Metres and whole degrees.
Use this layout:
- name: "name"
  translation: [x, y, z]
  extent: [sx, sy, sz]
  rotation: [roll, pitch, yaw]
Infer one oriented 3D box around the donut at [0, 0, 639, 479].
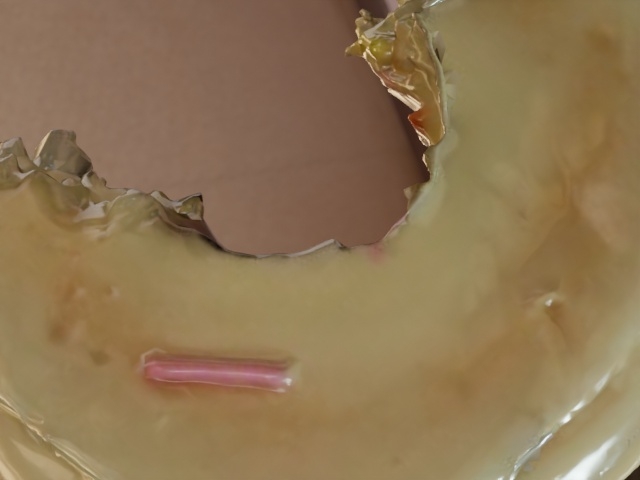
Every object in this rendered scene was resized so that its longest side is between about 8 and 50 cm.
- name: "donut"
  translation: [0.011, 0.001, 0.803]
  extent: [0.307, 0.371, 0.150]
  rotation: [54, -11, 11]
